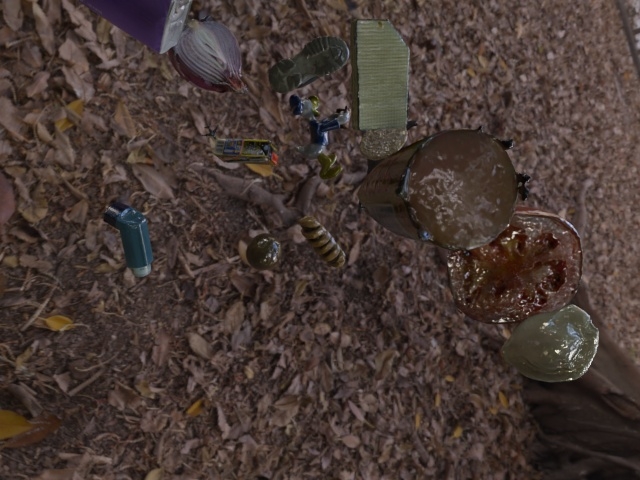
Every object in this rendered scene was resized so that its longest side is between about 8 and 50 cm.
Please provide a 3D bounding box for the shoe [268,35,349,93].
[{"bbox_3d":[-0.020,-0.356,0.938,0.099,0.168,0.071,-66,133,-70],"label":"shoe"}]

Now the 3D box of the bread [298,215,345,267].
[{"bbox_3d":[0.000,0.000,1.640,0.081,0.134,0.225,-40,113,-1],"label":"bread"}]

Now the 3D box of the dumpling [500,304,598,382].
[{"bbox_3d":[0.496,0.232,0.990,0.111,0.181,0.155,-25,66,-35],"label":"dumpling"}]

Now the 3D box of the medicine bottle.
[{"bbox_3d":[-0.618,0.001,1.507,0.079,0.124,0.259,-66,164,-51],"label":"medicine bottle"}]

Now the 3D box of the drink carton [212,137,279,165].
[{"bbox_3d":[-0.205,-0.243,1.269,0.071,0.165,0.056,29,69,-70],"label":"drink carton"}]

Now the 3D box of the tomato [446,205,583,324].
[{"bbox_3d":[0.469,0.045,1.147,0.338,0.338,0.144,54,25,-22],"label":"tomato"}]

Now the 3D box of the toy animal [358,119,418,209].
[{"bbox_3d":[0.191,-0.306,1.588,0.081,0.367,0.206,4,43,-30],"label":"toy animal"}]

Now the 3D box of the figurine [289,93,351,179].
[{"bbox_3d":[0.004,-0.465,1.864,0.283,0.204,0.338,-42,119,3],"label":"figurine"}]

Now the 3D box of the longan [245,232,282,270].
[{"bbox_3d":[-0.154,0.030,1.259,0.106,0.119,0.106,-1,97,-6],"label":"longan"}]

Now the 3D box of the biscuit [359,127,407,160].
[{"bbox_3d":[0.183,-0.291,1.332,0.020,0.151,0.152,49,48,-48],"label":"biscuit"}]

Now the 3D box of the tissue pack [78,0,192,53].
[{"bbox_3d":[-0.590,-0.792,1.453,0.338,0.242,0.160,32,46,-8],"label":"tissue pack"}]

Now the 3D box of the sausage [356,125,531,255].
[{"bbox_3d":[0.123,-0.064,0.575,0.125,0.317,0.117,-27,98,-2],"label":"sausage"}]

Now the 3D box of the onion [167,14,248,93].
[{"bbox_3d":[-0.411,-0.646,1.736,0.267,0.159,0.349,-30,84,-26],"label":"onion"}]

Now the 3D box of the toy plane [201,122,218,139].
[{"bbox_3d":[-0.424,-0.421,1.790,0.084,0.077,0.024,58,2,28],"label":"toy plane"}]

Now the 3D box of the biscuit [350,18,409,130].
[{"bbox_3d":[0.141,-0.396,1.106,0.150,0.052,0.253,-13,114,-22],"label":"biscuit"}]
